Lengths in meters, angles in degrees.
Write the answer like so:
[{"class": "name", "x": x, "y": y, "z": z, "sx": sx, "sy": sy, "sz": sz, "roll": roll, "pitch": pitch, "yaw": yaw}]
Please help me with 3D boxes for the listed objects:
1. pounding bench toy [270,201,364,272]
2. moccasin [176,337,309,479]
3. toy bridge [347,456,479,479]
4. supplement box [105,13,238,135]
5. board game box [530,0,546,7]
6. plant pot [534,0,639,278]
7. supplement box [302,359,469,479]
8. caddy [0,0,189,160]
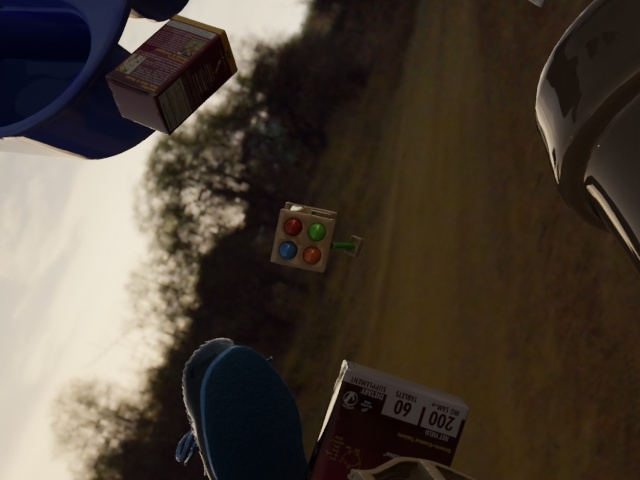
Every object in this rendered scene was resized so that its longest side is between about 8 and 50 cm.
[{"class": "pounding bench toy", "x": 0.000, "y": 0.000, "z": 1.022, "sx": 0.065, "sy": 0.083, "sz": 0.052, "roll": -73, "pitch": -5, "yaw": -81}, {"class": "moccasin", "x": -0.089, "y": 0.243, "z": 1.184, "sx": 0.138, "sy": 0.117, "sz": 0.342, "roll": -35, "pitch": -52, "yaw": -27}, {"class": "toy bridge", "x": 0.091, "y": 0.199, "z": 0.846, "sx": 0.063, "sy": 0.188, "sz": 0.026, "roll": 46, "pitch": 113, "yaw": 49}, {"class": "supplement box", "x": -0.112, "y": -0.127, "z": 0.815, "sx": 0.083, "sy": 0.055, "sz": 0.043, "roll": -48, "pitch": -35, "yaw": -27}, {"class": "board game box", "x": 0.179, "y": -0.289, "z": 0.973, "sx": 0.026, "sy": 0.103, "sz": 0.154, "roll": -53, "pitch": -13, "yaw": -19}, {"class": "plant pot", "x": 0.266, "y": -0.009, "z": 0.563, "sx": 0.263, "sy": 0.263, "sz": 0.229, "roll": 114, "pitch": 150, "yaw": -58}, {"class": "supplement box", "x": 0.046, "y": 0.254, "z": 1.067, "sx": 0.073, "sy": 0.130, "sz": 0.239, "roll": -128, "pitch": 56, "yaw": -88}, {"class": "caddy", "x": -0.278, "y": -0.199, "z": 0.928, "sx": 0.179, "sy": 0.341, "sz": 0.241, "roll": 23, "pitch": -104, "yaw": -60}]
